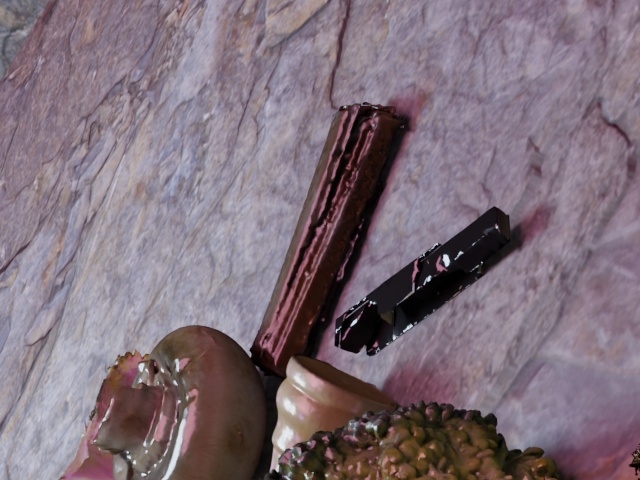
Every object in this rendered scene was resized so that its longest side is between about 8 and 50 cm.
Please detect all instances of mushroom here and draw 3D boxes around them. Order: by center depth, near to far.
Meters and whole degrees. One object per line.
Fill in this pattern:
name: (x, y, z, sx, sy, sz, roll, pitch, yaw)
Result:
mushroom: (-0.155, 0.201, 1.998, 0.226, 0.178, 0.226, -41, 35, 38)

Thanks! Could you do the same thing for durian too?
durian: (-0.225, 0.236, 2.153, 0.165, 0.132, 0.182, -37, 25, 25)

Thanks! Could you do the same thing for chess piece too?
chess piece: (-0.060, 0.311, 1.813, 0.397, 0.117, 0.117, -64, 26, 5)

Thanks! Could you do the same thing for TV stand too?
TV stand: (0.103, 0.043, 1.814, 0.249, 0.042, 0.036, -39, 34, 41)

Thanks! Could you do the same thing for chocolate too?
chocolate: (-0.003, -0.002, 2.021, 0.102, 0.065, 0.329, 13, 81, 62)

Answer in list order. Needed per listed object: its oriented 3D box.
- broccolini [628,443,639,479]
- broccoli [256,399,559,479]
broccolini: (0.295, 0.208, 1.328, 0.054, 0.051, 0.239, -21, 29, -11)
broccoli: (0.079, 0.267, 1.529, 0.247, 0.263, 0.243, 95, 159, -44)
